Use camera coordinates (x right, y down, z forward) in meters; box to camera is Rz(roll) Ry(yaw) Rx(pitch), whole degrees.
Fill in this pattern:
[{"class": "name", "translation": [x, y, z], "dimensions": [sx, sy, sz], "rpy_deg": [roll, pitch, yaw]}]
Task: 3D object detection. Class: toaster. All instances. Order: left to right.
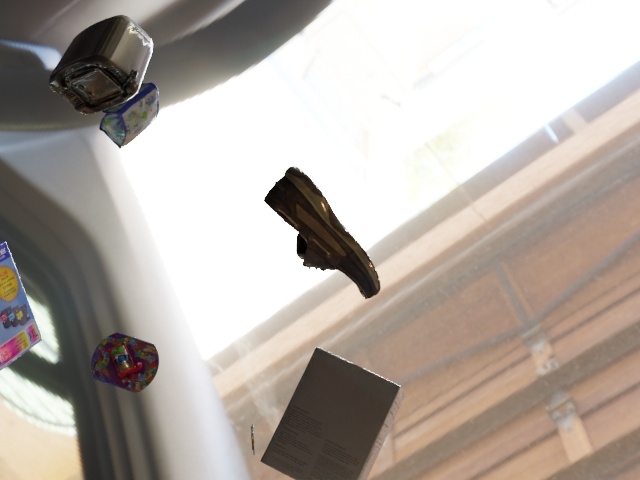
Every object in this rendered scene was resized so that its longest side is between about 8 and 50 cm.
[{"class": "toaster", "translation": [-0.437, -0.362, 1.713], "dimensions": [0.227, 0.129, 0.146], "rpy_deg": [-13, -130, 38]}]

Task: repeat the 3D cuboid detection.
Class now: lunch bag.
[{"class": "lunch bag", "translation": [-0.459, -0.311, 2.042], "dimensions": [0.129, 0.096, 0.151], "rpy_deg": [-48, -173, -27]}]

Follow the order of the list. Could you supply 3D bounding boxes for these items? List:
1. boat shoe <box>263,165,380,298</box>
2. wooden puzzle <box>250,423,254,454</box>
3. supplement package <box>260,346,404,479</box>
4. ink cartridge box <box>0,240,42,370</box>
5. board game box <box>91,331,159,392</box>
[{"class": "boat shoe", "translation": [0.000, 0.000, 1.878], "dimensions": [0.130, 0.355, 0.132], "rpy_deg": [-37, -164, -1]}, {"class": "wooden puzzle", "translation": [-0.159, 0.464, 1.975], "dimensions": [0.006, 0.049, 0.083], "rpy_deg": [-4, -167, -4]}, {"class": "supplement package", "translation": [0.034, 0.398, 1.793], "dimensions": [0.262, 0.199, 0.198], "rpy_deg": [-63, 165, -12]}, {"class": "ink cartridge box", "translation": [-1.002, 0.176, 2.444], "dimensions": [0.151, 0.395, 0.270], "rpy_deg": [-11, -164, 21]}, {"class": "board game box", "translation": [-0.490, 0.299, 2.105], "dimensions": [0.033, 0.169, 0.133], "rpy_deg": [101, 8, -65]}]
